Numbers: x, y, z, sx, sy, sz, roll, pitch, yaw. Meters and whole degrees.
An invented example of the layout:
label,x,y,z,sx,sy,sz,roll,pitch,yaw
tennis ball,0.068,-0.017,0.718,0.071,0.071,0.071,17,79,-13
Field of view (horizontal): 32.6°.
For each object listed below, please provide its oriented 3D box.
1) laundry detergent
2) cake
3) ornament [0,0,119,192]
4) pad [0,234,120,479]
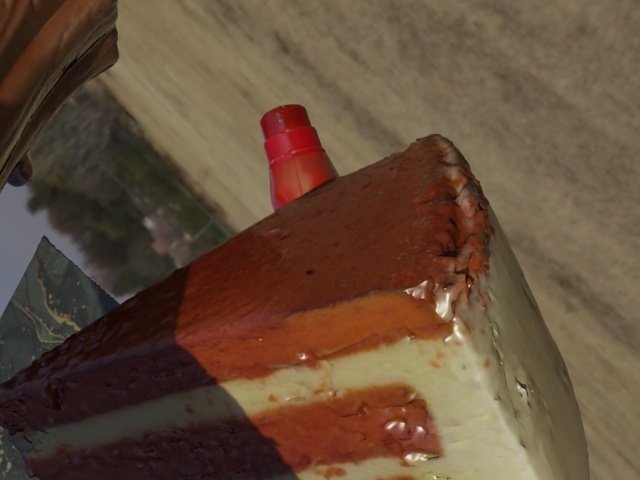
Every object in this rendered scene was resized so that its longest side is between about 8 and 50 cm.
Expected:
label,x,y,z,sx,sy,sz,roll,pitch,yaw
laundry detergent,0.000,0.000,0.617,0.097,0.049,0.165,56,-165,-80
cake,-0.009,0.090,0.478,0.158,0.262,0.160,60,180,-18
ornament,-0.291,-0.138,0.806,0.221,0.218,0.235,14,142,10
pad,-0.207,0.210,0.733,0.247,0.368,0.007,36,-170,36
